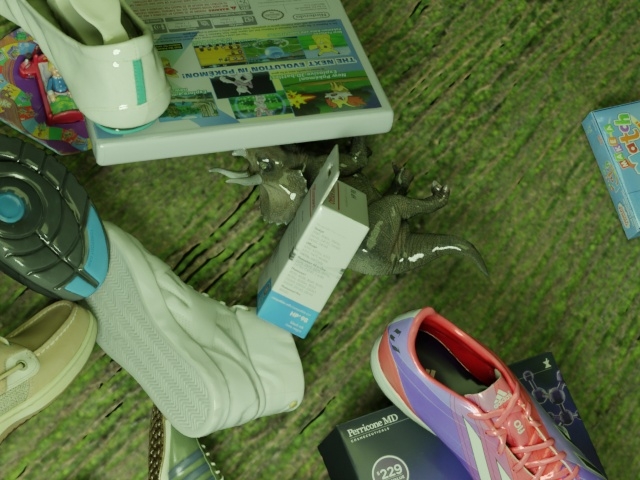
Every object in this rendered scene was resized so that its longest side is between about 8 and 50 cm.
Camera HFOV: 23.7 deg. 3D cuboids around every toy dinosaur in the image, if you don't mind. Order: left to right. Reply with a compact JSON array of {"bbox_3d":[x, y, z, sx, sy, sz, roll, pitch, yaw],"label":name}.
[{"bbox_3d":[0.042,-0.032,1.720,0.313,0.121,0.160,39,78,-2],"label":"toy dinosaur"}]

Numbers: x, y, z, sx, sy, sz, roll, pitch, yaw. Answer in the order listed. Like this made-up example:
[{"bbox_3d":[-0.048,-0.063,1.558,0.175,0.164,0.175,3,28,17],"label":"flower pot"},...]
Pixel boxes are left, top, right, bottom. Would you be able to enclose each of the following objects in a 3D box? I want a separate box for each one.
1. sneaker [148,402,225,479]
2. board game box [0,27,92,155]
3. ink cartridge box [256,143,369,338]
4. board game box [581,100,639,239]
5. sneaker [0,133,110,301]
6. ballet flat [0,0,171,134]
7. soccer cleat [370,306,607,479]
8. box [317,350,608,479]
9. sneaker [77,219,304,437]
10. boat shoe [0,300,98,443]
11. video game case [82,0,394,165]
[{"bbox_3d":[-0.131,0.254,1.584,0.086,0.064,0.192,5,68,-20],"label":"sneaker"},{"bbox_3d":[-0.300,-0.177,1.723,0.168,0.033,0.133,30,65,0],"label":"board game box"},{"bbox_3d":[0.000,0.000,1.608,0.060,0.104,0.180,27,110,-10],"label":"ink cartridge box"},{"bbox_3d":[0.443,-0.101,1.864,0.211,0.039,0.160,-13,73,-19],"label":"board game box"},{"bbox_3d":[-0.367,-0.052,1.609,0.341,0.139,0.125,40,55,0],"label":"sneaker"},{"bbox_3d":[-0.279,-0.277,1.639,0.139,0.139,0.400,-26,54,-21],"label":"ballet flat"},{"bbox_3d":[0.186,0.192,1.538,0.318,0.116,0.108,43,65,6],"label":"soccer cleat"},{"bbox_3d":[0.155,0.250,1.629,0.261,0.103,0.184,-17,72,-19],"label":"box"},{"bbox_3d":[-0.138,0.088,1.632,0.169,0.108,0.292,-4,46,-46],"label":"sneaker"},{"bbox_3d":[-0.333,0.137,1.508,0.302,0.109,0.098,-47,117,-43],"label":"boat shoe"},{"bbox_3d":[-0.117,-0.212,1.718,0.329,0.036,0.300,-7,48,-16],"label":"video game case"}]
